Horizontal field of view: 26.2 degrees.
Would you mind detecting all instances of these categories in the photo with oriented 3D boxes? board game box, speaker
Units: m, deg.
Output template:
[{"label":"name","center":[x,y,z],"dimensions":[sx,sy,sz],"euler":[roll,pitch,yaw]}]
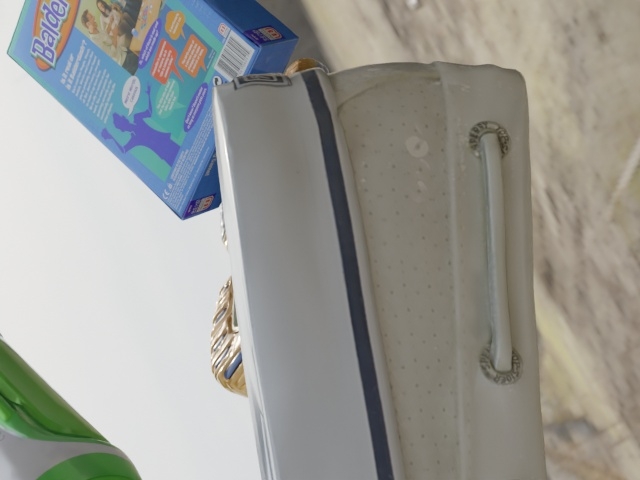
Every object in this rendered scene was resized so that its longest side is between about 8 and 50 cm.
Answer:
[{"label":"board game box","center":[-0.129,-0.143,1.010],"dimensions":[0.210,0.160,0.047],"euler":[43,-144,19]},{"label":"speaker","center":[-0.253,0.159,1.088],"dimensions":[0.296,0.131,0.131],"euler":[32,161,45]}]

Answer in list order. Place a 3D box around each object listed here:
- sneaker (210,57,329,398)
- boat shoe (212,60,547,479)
[{"label":"sneaker","center":[0.000,0.000,1.015],"dimensions":[0.131,0.112,0.296],"euler":[20,-127,-20]},{"label":"boat shoe","center":[0.067,0.118,0.443],"dimensions":[0.136,0.156,0.367],"euler":[117,144,-80]}]
